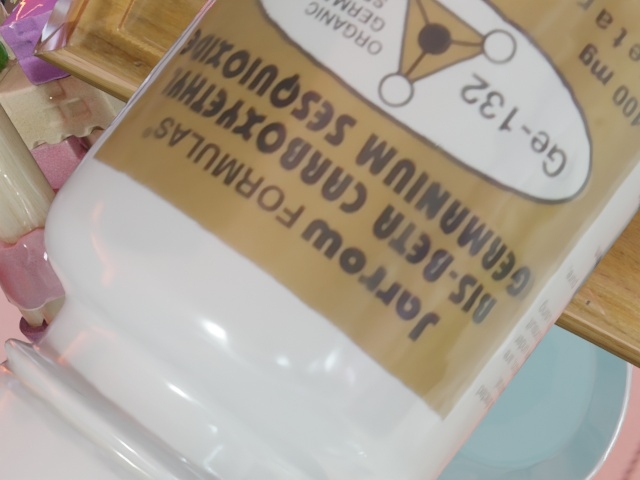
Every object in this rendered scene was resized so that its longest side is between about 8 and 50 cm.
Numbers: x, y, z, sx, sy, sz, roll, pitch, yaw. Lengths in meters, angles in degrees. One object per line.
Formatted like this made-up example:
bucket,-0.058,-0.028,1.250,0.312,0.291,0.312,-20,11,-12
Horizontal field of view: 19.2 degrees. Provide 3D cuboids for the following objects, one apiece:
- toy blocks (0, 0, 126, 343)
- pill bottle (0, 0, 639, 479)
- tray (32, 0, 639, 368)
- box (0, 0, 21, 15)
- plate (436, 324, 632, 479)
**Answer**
toy blocks,-0.183,-0.029,1.197,0.288,0.260,0.309,-11,32,32
pill bottle,0.000,0.000,0.521,0.131,0.131,0.229,32,82,40
tray,0.105,-0.080,0.839,0.203,0.411,0.076,-65,19,-6
box,-0.233,-0.274,1.581,0.045,0.190,0.184,17,100,8
plate,0.113,0.078,1.171,0.188,0.024,0.188,-3,86,36
